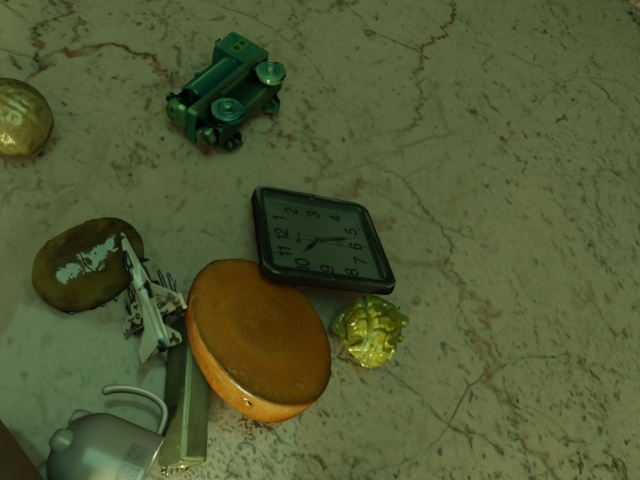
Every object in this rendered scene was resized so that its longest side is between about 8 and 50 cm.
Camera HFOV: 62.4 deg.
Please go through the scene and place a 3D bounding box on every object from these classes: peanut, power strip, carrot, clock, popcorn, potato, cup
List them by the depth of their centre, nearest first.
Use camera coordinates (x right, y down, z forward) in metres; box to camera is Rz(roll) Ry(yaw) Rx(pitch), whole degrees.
[{"bbox_3d":[-0.319,0.310,0.787,0.142,0.134,0.174,27,85,-3],"label":"cup"},{"bbox_3d":[-0.226,0.249,0.894,0.052,0.078,0.272,23,53,-39],"label":"power strip"},{"bbox_3d":[-0.113,0.166,0.931,0.307,0.100,0.258,52,36,15],"label":"carrot"},{"bbox_3d":[-0.410,0.034,0.943,0.164,0.081,0.200,45,59,5],"label":"potato"},{"bbox_3d":[-0.591,-0.236,0.999,0.159,0.109,0.141,26,57,-8],"label":"peanut"},{"bbox_3d":[0.103,0.174,1.029,0.162,0.135,0.142,7,54,-15],"label":"popcorn"},{"bbox_3d":[0.000,0.001,1.087,0.278,0.049,0.273,9,38,-20],"label":"clock"}]

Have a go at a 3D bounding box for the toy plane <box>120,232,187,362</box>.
[{"bbox_3d":[-0.297,0.097,0.917,0.082,0.160,0.234,16,52,-55],"label":"toy plane"}]

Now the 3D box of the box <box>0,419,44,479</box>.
[{"bbox_3d":[-0.462,0.342,0.639,0.301,0.301,0.216,48,53,8],"label":"box"}]

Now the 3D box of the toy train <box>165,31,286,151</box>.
[{"bbox_3d":[-0.211,-0.335,1.196,0.194,0.120,0.298,32,57,7],"label":"toy train"}]
